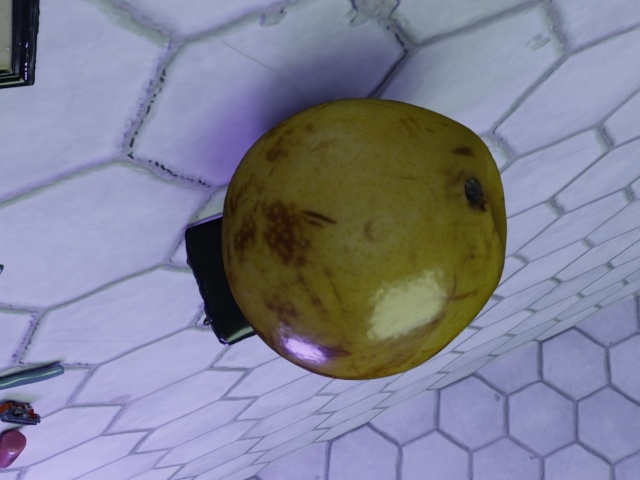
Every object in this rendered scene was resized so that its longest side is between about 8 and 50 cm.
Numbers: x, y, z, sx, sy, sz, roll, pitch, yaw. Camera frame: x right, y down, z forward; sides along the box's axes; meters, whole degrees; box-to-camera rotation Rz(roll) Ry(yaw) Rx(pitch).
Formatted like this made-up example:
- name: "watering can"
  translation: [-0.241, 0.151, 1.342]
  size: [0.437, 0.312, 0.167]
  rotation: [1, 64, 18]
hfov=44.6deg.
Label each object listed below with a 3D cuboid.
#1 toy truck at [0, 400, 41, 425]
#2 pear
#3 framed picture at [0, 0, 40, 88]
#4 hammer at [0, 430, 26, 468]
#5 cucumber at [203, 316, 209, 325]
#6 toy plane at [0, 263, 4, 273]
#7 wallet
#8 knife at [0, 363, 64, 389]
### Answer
- name: "toy truck"
  translation: [-0.431, 0.248, 1.112]
  size: [0.024, 0.032, 0.083]
  rotation: [-32, 160, 2]
- name: "pear"
  translation: [0.043, -0.003, 0.749]
  size: [0.281, 0.280, 0.280]
  rotation: [-23, 159, -9]
- name: "framed picture"
  translation: [-0.255, -0.141, 0.437]
  size: [0.195, 0.010, 0.199]
  rotation: [-14, 156, -29]
- name: "hammer"
  translation: [-0.488, 0.326, 1.219]
  size: [0.043, 0.043, 0.083]
  rotation: [-6, 149, -43]
- name: "cucumber"
  translation: [-0.059, 0.078, 1.111]
  size: [0.227, 0.069, 0.069]
  rotation: [-17, 158, -10]
- name: "toy plane"
  translation: [-0.325, -0.026, 0.475]
  size: [0.155, 0.106, 0.381]
  rotation: [-19, 158, 11]
- name: "wallet"
  translation: [-0.008, 0.009, 0.905]
  size: [0.285, 0.146, 0.030]
  rotation: [-21, -174, -14]
- name: "knife"
  translation: [-0.432, 0.189, 0.996]
  size: [0.210, 0.015, 0.028]
  rotation: [-10, 160, -35]
